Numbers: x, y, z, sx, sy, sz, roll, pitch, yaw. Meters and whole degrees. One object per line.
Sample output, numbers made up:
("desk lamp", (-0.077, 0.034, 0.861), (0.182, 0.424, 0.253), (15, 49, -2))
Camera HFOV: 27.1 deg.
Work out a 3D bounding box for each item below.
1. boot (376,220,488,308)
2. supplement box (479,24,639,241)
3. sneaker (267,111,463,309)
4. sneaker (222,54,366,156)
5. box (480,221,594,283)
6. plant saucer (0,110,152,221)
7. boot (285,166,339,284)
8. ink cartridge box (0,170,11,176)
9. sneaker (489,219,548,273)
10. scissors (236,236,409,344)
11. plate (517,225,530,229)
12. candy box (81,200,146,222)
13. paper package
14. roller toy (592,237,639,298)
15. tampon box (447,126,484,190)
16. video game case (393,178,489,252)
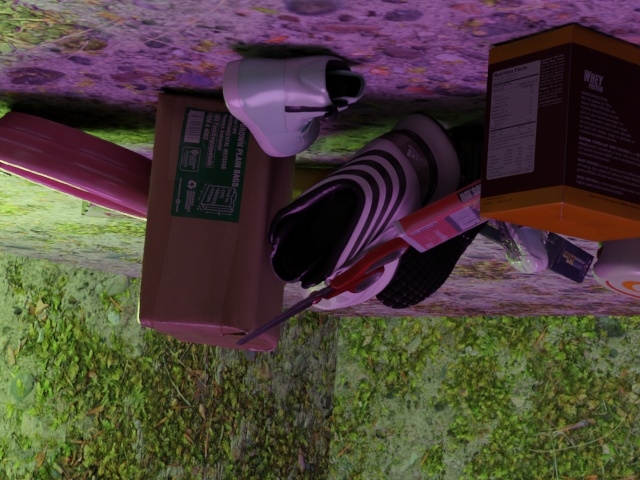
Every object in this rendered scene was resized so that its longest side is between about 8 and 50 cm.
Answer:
("boot", (0.181, 0.028, 2.125), (0.083, 0.246, 0.161), (44, 170, 6))
("supplement box", (0.293, -0.112, 1.470), (0.191, 0.194, 0.129), (11, 169, -35))
("sneaker", (0.000, -0.001, 1.878), (0.257, 0.169, 0.447), (-27, 164, -33))
("sneaker", (-0.007, -0.162, 1.646), (0.151, 0.094, 0.256), (-1, 171, 17))
("box", (0.337, -0.010, 2.285), (0.232, 0.059, 0.183), (28, -176, 28))
("plant saucer", (-0.362, -0.112, 1.994), (0.332, 0.084, 0.332), (19, 175, 2))
("boot", (-0.002, 0.015, 2.149), (0.211, 0.295, 0.104), (12, 160, 14))
("ink cartridge box", (-0.623, -0.135, 2.033), (0.224, 0.045, 0.223), (17, 175, 43))
("sneaker", (0.331, -0.038, 2.087), (0.115, 0.232, 0.090), (-11, 128, -3))
("scissors", (0.009, 0.060, 1.715), (0.297, 0.021, 0.109), (-20, 158, -48))
("plate", (0.374, -0.061, 1.954), (0.188, 0.024, 0.188), (-33, -179, 1))
("candy box", (-0.339, -0.084, 2.391), (0.159, 0.071, 0.233), (6, 172, -15))
("paper package", (-0.139, -0.017, 1.885), (0.168, 0.325, 0.309), (5, 172, 5))
("roller toy", (0.575, 0.015, 2.311), (0.209, 0.146, 0.191), (23, 164, -34))
("tampon box", (0.247, -0.096, 1.907), (0.161, 0.102, 0.120), (6, 172, -12))
("video game case", (0.240, -0.065, 1.736), (0.285, 0.025, 0.204), (-27, 169, 8))
